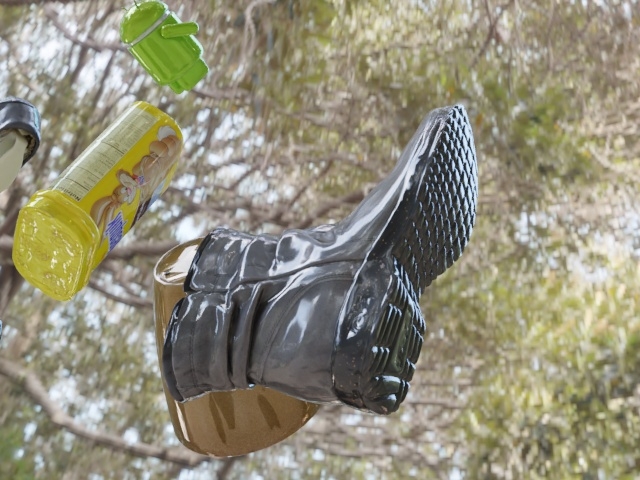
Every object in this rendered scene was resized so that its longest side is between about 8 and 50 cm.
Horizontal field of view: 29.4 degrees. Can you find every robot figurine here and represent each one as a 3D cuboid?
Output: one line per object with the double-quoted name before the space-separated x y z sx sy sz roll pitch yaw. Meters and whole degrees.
"robot figurine" -0.177 -0.219 1.360 0.115 0.067 0.101 49 -23 -19

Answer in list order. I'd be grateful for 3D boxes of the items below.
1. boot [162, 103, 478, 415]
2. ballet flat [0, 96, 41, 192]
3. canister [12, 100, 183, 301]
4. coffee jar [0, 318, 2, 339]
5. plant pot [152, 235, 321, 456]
"boot" 0.000 0.000 1.083 0.223 0.338 0.118 3 -46 29
"ballet flat" -0.333 -0.047 1.142 0.074 0.074 0.203 42 -84 -21
"canister" -0.207 -0.040 1.152 0.073 0.170 0.126 33 -37 4
"coffee jar" -0.423 0.073 1.240 0.096 0.079 0.184 -17 -41 38
"plant pot" -0.136 0.130 1.704 0.237 0.237 0.254 -11 -58 13
